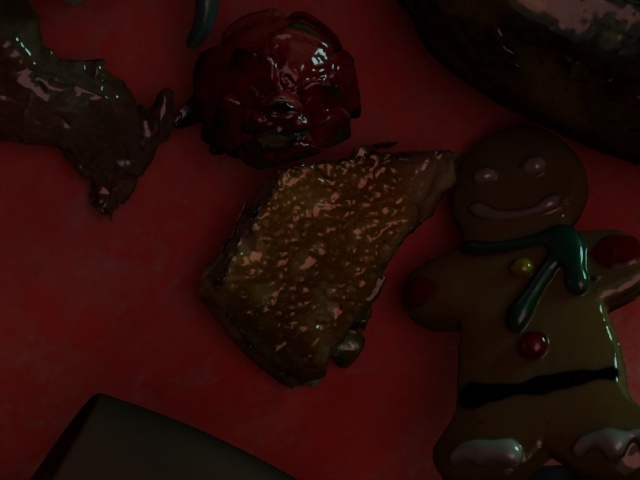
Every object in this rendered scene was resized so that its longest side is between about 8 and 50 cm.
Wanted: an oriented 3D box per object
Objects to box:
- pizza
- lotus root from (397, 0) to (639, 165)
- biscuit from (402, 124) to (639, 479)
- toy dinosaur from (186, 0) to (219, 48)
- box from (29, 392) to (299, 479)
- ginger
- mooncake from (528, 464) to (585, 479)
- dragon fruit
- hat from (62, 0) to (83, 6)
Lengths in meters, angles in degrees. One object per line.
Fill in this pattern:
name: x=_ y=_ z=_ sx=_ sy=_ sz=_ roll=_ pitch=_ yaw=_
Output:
pizza: x=0.000 y=0.000 z=1.409 sx=0.147 sy=0.069 sz=0.226 roll=28 pitch=93 yaw=-23
lotus root: x=0.246 y=-0.147 z=1.409 sx=0.397 sy=0.196 sz=0.179 roll=17 pitch=107 yaw=-19
biscuit: x=0.157 y=0.045 z=1.393 sx=0.197 sy=0.049 sz=0.301 roll=-8 pitch=63 yaw=14
toy dinosaur: x=-0.084 y=-0.392 z=1.382 sx=0.331 sy=0.129 sz=0.383 roll=43 pitch=82 yaw=0
box: x=-0.128 y=0.254 z=1.273 sx=0.216 sy=0.301 sz=0.301 roll=34 pitch=83 yaw=-8
ginger: x=-0.243 y=-0.134 z=1.350 sx=0.290 sy=0.084 sz=0.122 roll=35 pitch=105 yaw=-16
mooncake: x=0.244 y=0.342 z=1.331 sx=0.212 sy=0.381 sz=0.350 roll=-36 pitch=127 yaw=-14
dragon fruit: x=-0.031 y=-0.108 z=1.366 sx=0.130 sy=0.142 sz=0.121 roll=44 pitch=74 yaw=-14
hat: x=-0.239 y=-0.282 z=1.276 sx=0.226 sy=0.164 sz=0.219 roll=-3 pitch=72 yaw=-41
